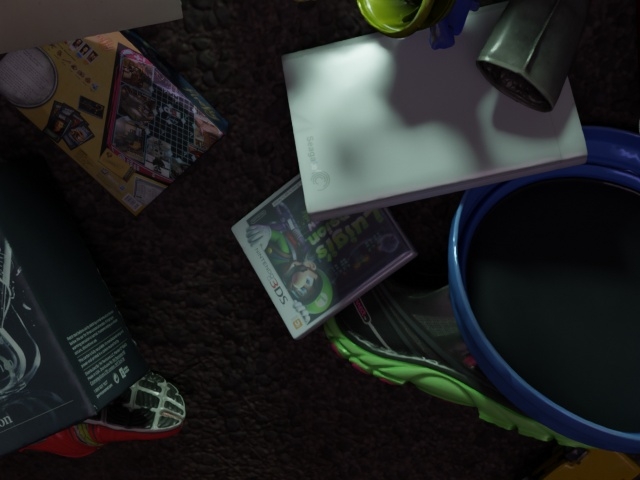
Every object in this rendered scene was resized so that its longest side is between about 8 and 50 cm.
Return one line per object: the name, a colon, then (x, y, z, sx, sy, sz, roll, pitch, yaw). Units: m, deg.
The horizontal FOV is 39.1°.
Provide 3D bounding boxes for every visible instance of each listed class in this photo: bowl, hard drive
bowl: (0.328, 0.049, 1.005, 0.391, 0.391, 0.077, 10, 149, -3)
hard drive: (0.121, -0.150, 1.016, 0.308, 0.040, 0.203, -12, 72, 7)

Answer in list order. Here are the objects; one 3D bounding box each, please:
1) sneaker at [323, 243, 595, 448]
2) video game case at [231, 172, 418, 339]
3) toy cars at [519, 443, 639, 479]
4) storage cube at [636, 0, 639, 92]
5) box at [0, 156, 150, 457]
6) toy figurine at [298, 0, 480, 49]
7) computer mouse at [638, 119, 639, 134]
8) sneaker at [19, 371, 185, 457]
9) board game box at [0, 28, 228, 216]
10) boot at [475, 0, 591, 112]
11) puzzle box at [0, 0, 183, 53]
sneaker: (0.236, 0.106, 1.081, 0.483, 0.185, 0.202, 15, 106, 14)
video game case: (0.000, 0.000, 1.113, 0.190, 0.022, 0.173, -37, 71, 18)
toy cars: (0.351, 0.236, 1.239, 0.177, 0.087, 0.393, 3, 112, 14)
storage cube: (0.457, -0.198, 0.966, 0.215, 0.183, 0.193, -8, 115, 6)
box: (-0.447, 0.112, 1.106, 0.343, 0.179, 0.312, -25, 93, 13)
toy figurine: (0.103, -0.286, 0.897, 0.217, 0.362, 0.191, 17, 105, -34)
computer mouse: (0.402, -0.132, 0.877, 0.193, 0.042, 0.106, -6, 120, 1)
sneaker: (-0.319, 0.253, 1.274, 0.279, 0.107, 0.118, -1, 129, 10)
board game box: (-0.254, -0.167, 1.084, 0.165, 0.042, 0.243, -39, 109, 19)
boot: (0.218, -0.268, 0.951, 0.190, 0.076, 0.208, 34, 86, -9)
puzzle box: (-0.293, -0.369, 0.846, 0.272, 0.052, 0.409, -12, 138, -9)
